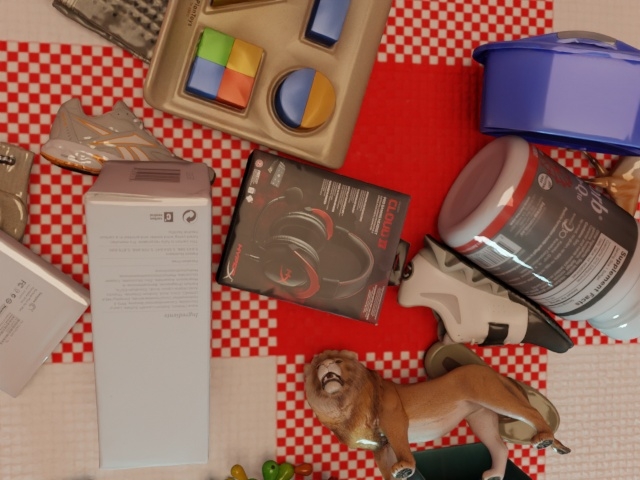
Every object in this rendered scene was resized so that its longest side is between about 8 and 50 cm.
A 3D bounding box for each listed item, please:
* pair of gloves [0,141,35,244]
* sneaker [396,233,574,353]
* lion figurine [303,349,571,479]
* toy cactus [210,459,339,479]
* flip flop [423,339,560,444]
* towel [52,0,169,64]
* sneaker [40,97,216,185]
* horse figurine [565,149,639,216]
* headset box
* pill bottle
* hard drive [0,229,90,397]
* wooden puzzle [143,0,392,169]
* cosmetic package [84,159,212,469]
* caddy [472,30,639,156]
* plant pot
[{"bbox_3d":[-0.555,-0.060,0.985,0.239,0.042,0.204,8,96,-5],"label":"pair of gloves"},{"bbox_3d":[0.275,0.129,1.132,0.330,0.122,0.146,30,100,-11],"label":"sneaker"},{"bbox_3d":[0.176,0.269,1.059,0.391,0.240,0.142,-2,130,-11],"label":"lion figurine"},{"bbox_3d":[-0.084,0.450,1.077,0.218,0.112,0.181,7,100,-20],"label":"toy cactus"},{"bbox_3d":[0.302,0.269,1.149,0.277,0.080,0.112,38,84,-9],"label":"flip flop"},{"bbox_3d":[-0.254,-0.447,1.039,0.312,0.056,0.324,33,83,-13],"label":"towel"},{"bbox_3d":[-0.284,-0.149,1.014,0.262,0.099,0.121,13,85,-13],"label":"sneaker"},{"bbox_3d":[0.551,-0.154,1.195,0.174,0.066,0.263,36,88,-3],"label":"horse figurine"},{"bbox_3d":[0.000,0.000,1.065,0.293,0.110,0.218,16,88,-11],"label":"headset box"},{"bbox_3d":[0.395,0.004,1.095,0.362,0.210,0.210,32,86,-11],"label":"pill bottle"},{"bbox_3d":[-0.520,0.070,0.967,0.307,0.040,0.203,38,99,-14],"label":"hard drive"},{"bbox_3d":[-0.065,-0.312,1.031,0.347,0.080,0.323,17,89,-20],"label":"wooden puzzle"},{"bbox_3d":[-0.231,0.096,0.923,0.156,0.217,0.385,1,107,-12],"label":"cosmetic package"},{"bbox_3d":[0.409,-0.244,1.058,0.341,0.241,0.179,11,97,9],"label":"caddy"},{"bbox_3d":[0.247,0.492,1.108,0.165,0.165,0.235,-3,96,-11],"label":"plant pot"}]
